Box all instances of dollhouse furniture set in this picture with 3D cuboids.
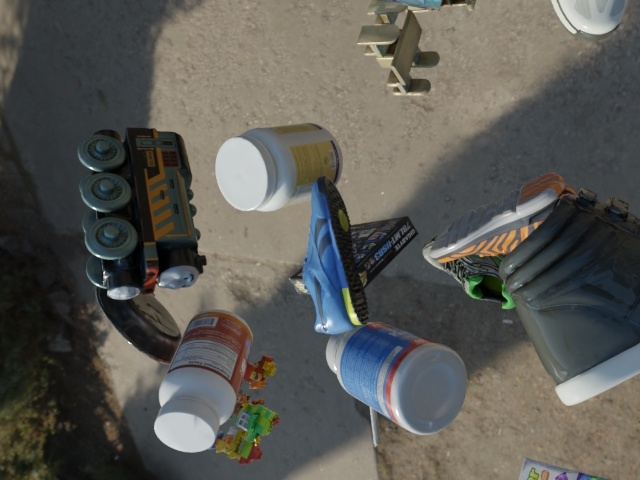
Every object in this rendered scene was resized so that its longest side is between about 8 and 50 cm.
[{"bbox_3d":[0.224,-0.467,1.158,0.161,0.212,0.242,12,79,33],"label":"dollhouse furniture set"}]

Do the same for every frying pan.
[{"bbox_3d":[-0.323,0.142,1.022,0.053,0.326,0.197,-43,91,0],"label":"frying pan"}]

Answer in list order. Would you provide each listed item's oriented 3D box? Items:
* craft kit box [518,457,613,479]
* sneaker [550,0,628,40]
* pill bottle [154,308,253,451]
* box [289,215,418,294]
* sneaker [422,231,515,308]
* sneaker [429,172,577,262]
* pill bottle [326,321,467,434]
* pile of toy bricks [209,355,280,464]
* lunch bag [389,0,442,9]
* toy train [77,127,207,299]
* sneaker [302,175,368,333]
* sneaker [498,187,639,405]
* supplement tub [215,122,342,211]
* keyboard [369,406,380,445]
[{"bbox_3d":[0.288,0.382,0.562,0.061,0.250,0.246,28,160,-10],"label":"craft kit box"},{"bbox_3d":[0.554,-0.643,1.028,0.169,0.257,0.447,-3,95,8],"label":"sneaker"},{"bbox_3d":[-0.187,0.222,0.855,0.121,0.216,0.121,3,123,4],"label":"pill bottle"},{"bbox_3d":[0.093,0.049,1.553,0.295,0.293,0.073,-7,121,57],"label":"box"},{"bbox_3d":[0.413,0.073,1.433,0.343,0.146,0.134,24,133,45],"label":"sneaker"},{"bbox_3d":[0.381,0.012,1.057,0.180,0.124,0.321,47,138,-12],"label":"sneaker"},{"bbox_3d":[0.098,0.189,0.784,0.221,0.124,0.124,8,124,61],"label":"pill bottle"},{"bbox_3d":[-0.127,0.336,1.016,0.105,0.118,0.212,20,85,25],"label":"pile of toy bricks"},{"bbox_3d":[0.135,-0.522,0.973,0.223,0.262,0.160,16,135,3],"label":"lunch bag"},{"bbox_3d":[-0.309,-0.057,0.912,0.142,0.190,0.334,120,139,-51],"label":"toy train"},{"bbox_3d":[0.002,0.019,0.699,0.082,0.069,0.209,-15,79,25],"label":"sneaker"},{"bbox_3d":[0.282,-0.005,0.429,0.296,0.104,0.147,-32,69,1],"label":"sneaker"},{"bbox_3d":[-0.117,-0.218,1.560,0.241,0.331,0.241,13,111,36],"label":"supplement tub"},{"bbox_3d":[0.083,0.226,0.932,0.014,0.256,0.072,-9,156,7],"label":"keyboard"}]
